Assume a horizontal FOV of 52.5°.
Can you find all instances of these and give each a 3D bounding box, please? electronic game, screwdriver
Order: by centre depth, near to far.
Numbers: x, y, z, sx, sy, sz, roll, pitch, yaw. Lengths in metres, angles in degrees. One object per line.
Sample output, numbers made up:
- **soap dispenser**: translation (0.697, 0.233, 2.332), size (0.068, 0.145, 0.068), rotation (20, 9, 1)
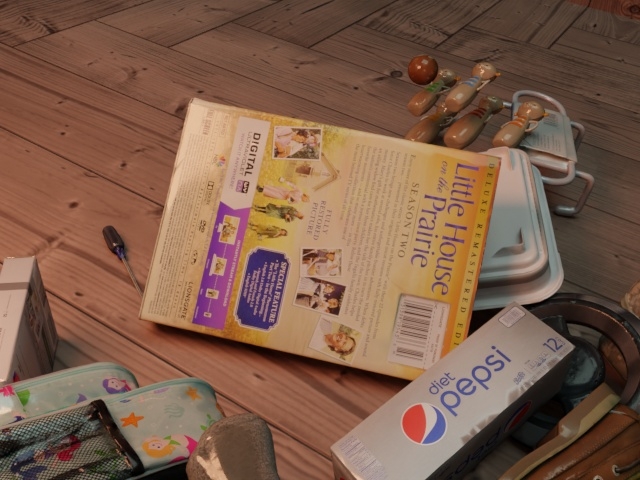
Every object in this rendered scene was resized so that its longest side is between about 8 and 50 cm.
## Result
- **electronic game**: translation (0.311, 0.163, 0.819), size (0.229, 0.048, 0.229), rotation (-13, 47, 14)
- **screwdriver**: translation (-0.289, 0.038, 0.961), size (0.024, 0.025, 0.170), rotation (-16, 53, -28)

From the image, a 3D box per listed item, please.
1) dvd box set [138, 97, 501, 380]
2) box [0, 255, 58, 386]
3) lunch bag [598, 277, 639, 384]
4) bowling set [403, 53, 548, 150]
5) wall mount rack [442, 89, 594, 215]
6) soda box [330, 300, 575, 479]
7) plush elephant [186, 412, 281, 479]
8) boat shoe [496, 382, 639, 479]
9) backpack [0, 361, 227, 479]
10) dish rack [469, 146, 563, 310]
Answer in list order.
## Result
- **dvd box set**: translation (0.000, 0.000, 0.858), size (0.421, 0.307, 0.062), rotation (11, -4, 5)
- **box**: translation (-0.336, 0.132, 0.728), size (0.038, 0.145, 0.186), rotation (-5, 41, -11)
- **lunch bag**: translation (0.539, 0.128, 0.788), size (0.213, 0.256, 0.305), rotation (-7, 41, -18)
- **bowling set**: translation (0.260, -0.275, 1.190), size (0.154, 0.199, 0.287), rotation (-44, 34, -26)
- **wall mount rack**: translation (0.357, -0.174, 1.249), size (0.304, 0.130, 0.350), rotation (16, 39, 5)
- **soda box**: translation (0.149, 0.195, 0.720), size (0.286, 0.098, 0.091), rotation (-33, 52, -21)
- **plush elephant**: translation (-0.060, 0.333, 0.436), size (0.330, 0.255, 0.272), rotation (32, 42, 27)
- **boat shoe**: translation (0.227, 0.270, 0.647), size (0.307, 0.110, 0.104), rotation (-35, 64, -17)
- **backpack**: translation (-0.193, 0.226, 0.573), size (0.254, 0.225, 0.191), rotation (-9, 42, -33)
- **dish rack**: translation (0.202, -0.034, 0.994), size (0.286, 0.072, 0.332), rotation (-9, 39, 17)
